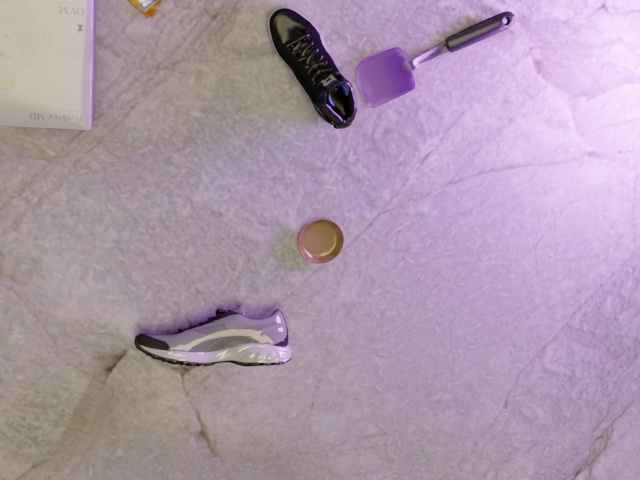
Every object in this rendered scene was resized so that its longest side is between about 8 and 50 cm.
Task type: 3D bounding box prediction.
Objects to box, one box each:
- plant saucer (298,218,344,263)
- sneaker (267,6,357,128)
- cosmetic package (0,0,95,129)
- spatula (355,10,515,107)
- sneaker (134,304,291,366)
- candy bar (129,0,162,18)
[{"bbox_3d":[0.000,0.000,1.460,0.083,0.015,0.083,-4,108,-13],"label":"plant saucer"},{"bbox_3d":[-0.002,-0.281,1.320,0.079,0.121,0.217,-35,111,-3],"label":"sneaker"},{"bbox_3d":[-0.448,-0.285,1.203,0.224,0.138,0.224,1,107,-14],"label":"cosmetic package"},{"bbox_3d":[0.201,-0.324,1.405,0.296,0.030,0.084,-27,108,-5],"label":"spatula"},{"bbox_3d":[-0.187,0.168,1.434,0.271,0.100,0.108,0,82,-11],"label":"sneaker"},{"bbox_3d":[-0.315,-0.407,1.262,0.161,0.018,0.040,39,94,-20],"label":"candy bar"}]
